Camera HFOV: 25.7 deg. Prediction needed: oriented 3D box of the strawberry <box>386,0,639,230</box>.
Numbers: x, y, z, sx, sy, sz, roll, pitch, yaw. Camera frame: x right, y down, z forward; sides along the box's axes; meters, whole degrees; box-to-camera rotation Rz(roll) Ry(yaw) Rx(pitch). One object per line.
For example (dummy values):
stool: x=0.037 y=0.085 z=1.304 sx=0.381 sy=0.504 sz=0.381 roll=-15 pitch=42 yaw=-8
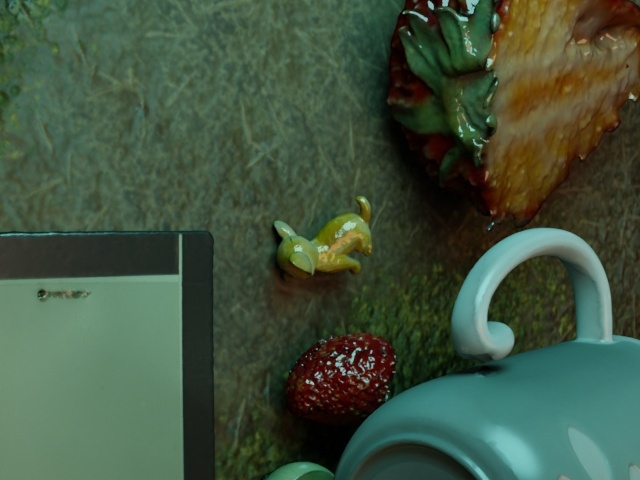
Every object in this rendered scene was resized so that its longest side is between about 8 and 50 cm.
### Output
strawberry: x=0.163 y=-0.178 z=1.233 sx=0.280 sy=0.150 sz=0.253 roll=-42 pitch=135 yaw=-33

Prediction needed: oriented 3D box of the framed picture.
framed picture: x=-0.187 y=0.164 z=1.032 sx=0.265 sy=0.016 sz=0.347 roll=-2 pitch=92 yaw=-38

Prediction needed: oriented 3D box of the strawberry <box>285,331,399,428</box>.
strawberry: x=0.016 y=0.117 z=1.154 sx=0.096 sy=0.083 sz=0.083 roll=-14 pitch=98 yaw=-33

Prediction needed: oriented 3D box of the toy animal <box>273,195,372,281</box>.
toy animal: x=0.000 y=0.000 z=1.155 sx=0.083 sy=0.060 sz=0.081 roll=4 pitch=127 yaw=-39

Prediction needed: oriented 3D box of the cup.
cup: x=0.166 y=0.171 z=1.128 sx=0.274 sy=0.259 sz=0.357 roll=-8 pitch=97 yaw=-46

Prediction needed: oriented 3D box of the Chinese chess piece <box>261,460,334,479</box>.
Chinese chess piece: x=-0.017 y=0.224 z=1.154 sx=0.084 sy=0.034 sz=0.084 roll=-2 pitch=93 yaw=-40
